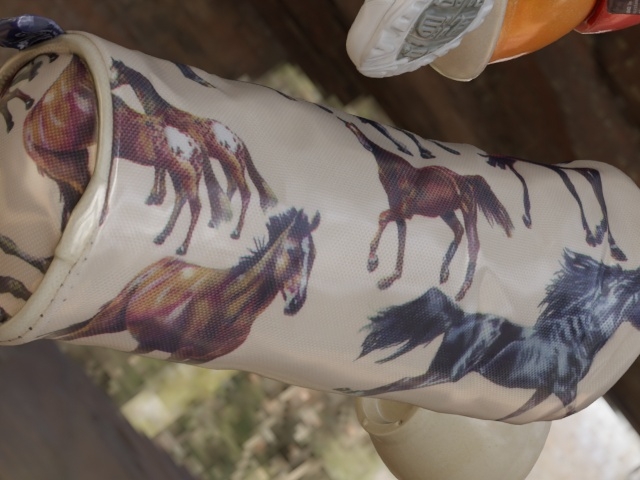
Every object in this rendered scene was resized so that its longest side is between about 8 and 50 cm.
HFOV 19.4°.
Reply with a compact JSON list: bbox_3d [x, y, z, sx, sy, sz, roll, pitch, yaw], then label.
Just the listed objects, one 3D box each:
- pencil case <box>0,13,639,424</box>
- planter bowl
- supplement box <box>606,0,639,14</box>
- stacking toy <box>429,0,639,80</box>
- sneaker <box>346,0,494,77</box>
[{"bbox_3d":[0.000,0.000,1.001,0.410,0.160,0.183,11,20,-37],"label":"pencil case"},{"bbox_3d":[0.098,0.134,1.558,0.109,0.162,0.162,28,17,-33],"label":"planter bowl"},{"bbox_3d":[0.312,-0.227,1.407,0.081,0.188,0.104,70,24,-73],"label":"supplement box"},{"bbox_3d":[0.316,-0.327,1.707,0.350,0.479,0.351,177,-90,-81],"label":"stacking toy"},{"bbox_3d":[0.080,-0.224,1.313,0.115,0.232,0.090,43,17,31],"label":"sneaker"}]
